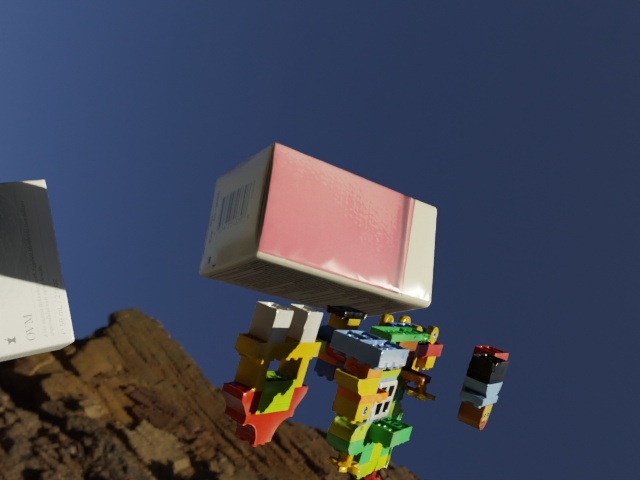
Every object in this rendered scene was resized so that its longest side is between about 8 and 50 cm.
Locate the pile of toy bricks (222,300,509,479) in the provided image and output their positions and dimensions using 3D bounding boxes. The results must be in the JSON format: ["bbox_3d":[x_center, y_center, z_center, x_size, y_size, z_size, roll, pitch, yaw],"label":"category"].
[{"bbox_3d":[0.038,0.108,0.410,0.118,0.212,0.105,18,-87,34],"label":"pile of toy bricks"}]

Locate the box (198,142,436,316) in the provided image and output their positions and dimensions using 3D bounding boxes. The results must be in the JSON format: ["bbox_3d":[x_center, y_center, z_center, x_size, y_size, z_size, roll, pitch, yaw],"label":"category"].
[{"bbox_3d":[0.000,0.000,0.744,0.148,0.232,0.127,-19,-121,54],"label":"box"}]

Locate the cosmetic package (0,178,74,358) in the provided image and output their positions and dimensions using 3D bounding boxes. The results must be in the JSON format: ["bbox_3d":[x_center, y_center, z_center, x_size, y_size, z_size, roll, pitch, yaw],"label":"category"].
[{"bbox_3d":[-0.466,0.052,0.835,0.138,0.224,0.224,-25,-103,59],"label":"cosmetic package"}]
